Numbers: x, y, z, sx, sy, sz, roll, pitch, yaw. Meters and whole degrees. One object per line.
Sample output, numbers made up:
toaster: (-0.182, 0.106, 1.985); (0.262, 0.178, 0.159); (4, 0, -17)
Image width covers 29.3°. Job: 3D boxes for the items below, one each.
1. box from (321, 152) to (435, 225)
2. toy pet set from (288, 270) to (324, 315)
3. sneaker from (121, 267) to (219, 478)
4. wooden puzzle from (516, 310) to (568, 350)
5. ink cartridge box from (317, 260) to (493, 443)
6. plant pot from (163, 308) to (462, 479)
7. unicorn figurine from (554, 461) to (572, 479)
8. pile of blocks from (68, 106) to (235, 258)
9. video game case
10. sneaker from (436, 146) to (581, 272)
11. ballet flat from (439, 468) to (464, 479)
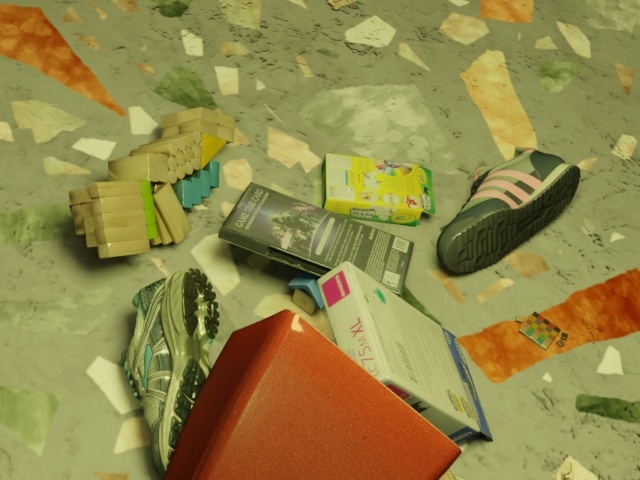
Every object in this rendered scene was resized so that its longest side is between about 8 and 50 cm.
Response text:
box: (0.092, -0.081, 1.951); (0.179, 0.043, 0.105); (6, 50, -7)
toy pet set: (0.000, 0.047, 1.805); (0.122, 0.065, 0.114); (35, 51, 14)
sneaker: (-0.203, 0.183, 1.631); (0.122, 0.110, 0.283); (-13, 63, 29)
wooden puzzle: (0.334, 0.138, 1.862); (0.083, 0.006, 0.049); (36, 52, 14)
ink cartridge box: (0.121, 0.167, 1.663); (0.311, 0.065, 0.186); (32, 32, -48)
plant pot: (-0.041, 0.270, 1.469); (0.267, 0.267, 0.236); (39, 70, -8)
unicorn figurine: (0.330, 0.360, 1.645); (0.161, 0.060, 0.111); (23, 49, 4)
pile of blocks: (-0.255, -0.078, 1.830); (0.112, 0.149, 0.362); (-7, 25, 36)
video game case: (0.000, 0.000, 1.819); (0.274, 0.026, 0.196); (20, 24, 2)
sneaker: (0.272, -0.054, 1.953); (0.319, 0.112, 0.131); (-28, 47, -35)
ballet flat: (0.200, 0.395, 1.556); (0.106, 0.108, 0.316); (-13, 57, -33)
